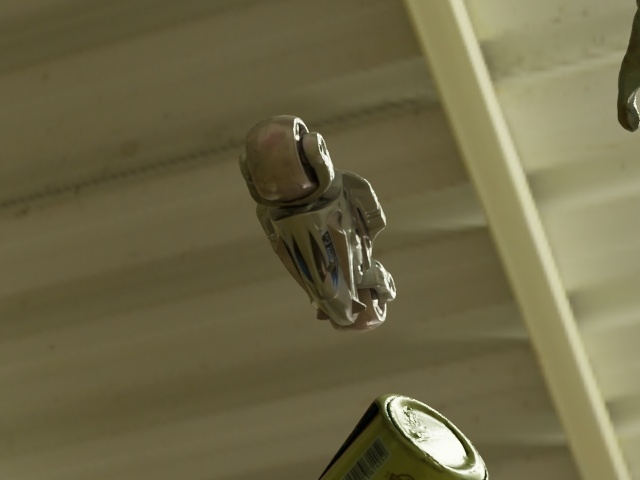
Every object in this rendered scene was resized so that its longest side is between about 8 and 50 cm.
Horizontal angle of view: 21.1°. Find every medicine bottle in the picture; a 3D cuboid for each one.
[{"bbox_3d":[0.035,0.258,1.528,0.124,0.124,0.239,33,-70,-17],"label":"medicine bottle"}]

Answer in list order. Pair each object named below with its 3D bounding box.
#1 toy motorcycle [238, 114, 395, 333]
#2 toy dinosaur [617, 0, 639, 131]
[{"bbox_3d":[0.000,0.000,1.487,0.112,0.112,0.254,-12,-44,16],"label":"toy motorcycle"},{"bbox_3d":[0.260,-0.059,1.079,0.092,0.393,0.205,-7,-61,-10],"label":"toy dinosaur"}]
